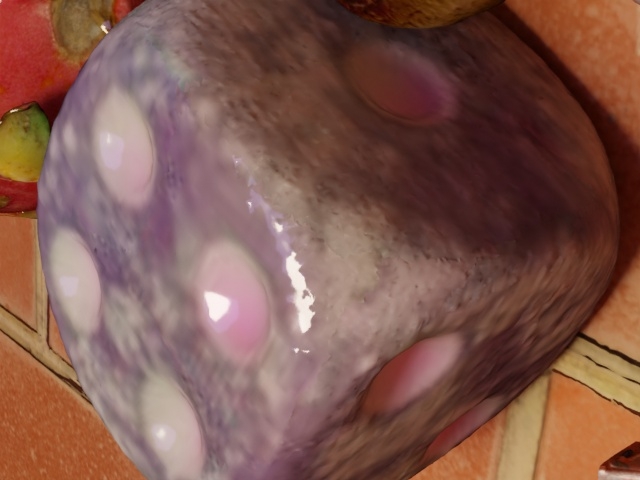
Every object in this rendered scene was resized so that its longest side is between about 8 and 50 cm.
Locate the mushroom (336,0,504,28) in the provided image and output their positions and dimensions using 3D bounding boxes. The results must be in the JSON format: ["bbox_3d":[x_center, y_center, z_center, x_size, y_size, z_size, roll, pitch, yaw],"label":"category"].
[{"bbox_3d":[0.078,-0.229,0.684,0.231,0.138,0.194,-52,34,43],"label":"mushroom"}]

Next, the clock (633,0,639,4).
[{"bbox_3d":[0.212,-0.229,0.636,0.244,0.056,0.245,20,117,46],"label":"clock"}]

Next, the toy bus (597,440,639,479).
[{"bbox_3d":[0.218,0.223,0.778,0.077,0.065,0.192,-6,98,43],"label":"toy bus"}]

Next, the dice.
[{"bbox_3d":[0.000,0.000,0.795,0.270,0.270,0.271,53,137,24],"label":"dice"}]

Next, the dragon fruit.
[{"bbox_3d":[-0.209,-0.161,0.980,0.225,0.305,0.306,2,104,47],"label":"dragon fruit"}]
